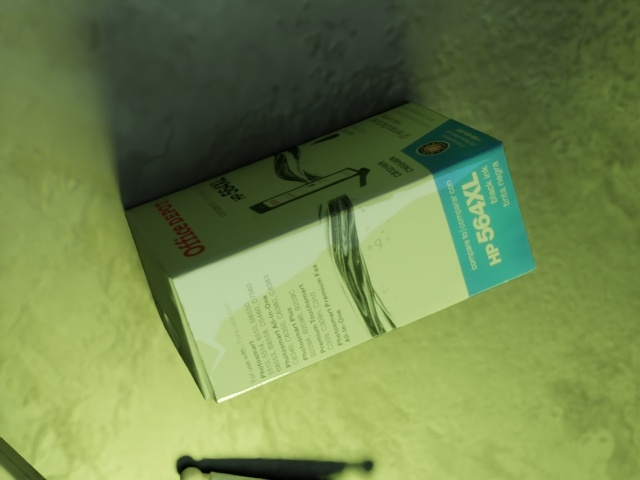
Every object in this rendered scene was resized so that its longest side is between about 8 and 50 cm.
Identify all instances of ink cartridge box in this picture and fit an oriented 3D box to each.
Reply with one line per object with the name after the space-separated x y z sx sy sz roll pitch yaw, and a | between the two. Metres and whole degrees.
0.000 0.000 0.798 0.203 0.148 0.086 -22 111 -12 | ink cartridge box

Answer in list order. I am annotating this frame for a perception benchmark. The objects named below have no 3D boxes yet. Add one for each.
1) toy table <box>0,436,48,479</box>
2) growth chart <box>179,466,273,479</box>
-0.275 0.110 0.701 0.274 0.252 0.161 41 101 -17 | toy table
-0.054 0.264 0.872 0.172 0.021 0.237 16 77 -11 | growth chart
